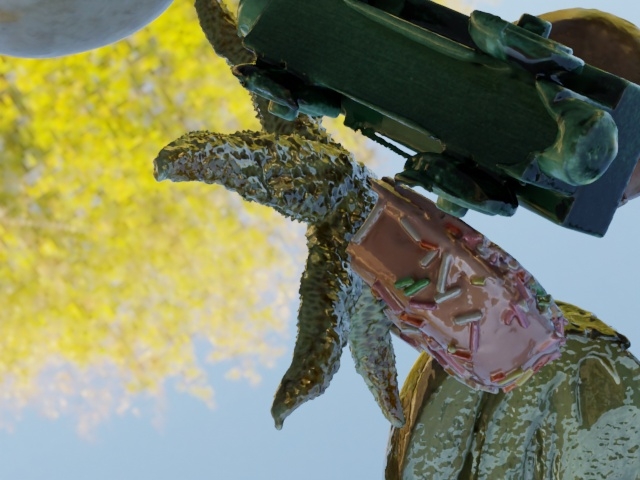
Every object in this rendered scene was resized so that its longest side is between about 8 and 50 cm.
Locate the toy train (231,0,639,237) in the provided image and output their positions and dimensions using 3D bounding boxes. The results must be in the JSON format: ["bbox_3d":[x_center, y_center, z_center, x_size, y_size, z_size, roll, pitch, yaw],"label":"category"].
[{"bbox_3d":[0.043,-0.054,0.548,0.172,0.099,0.070,32,-78,42],"label":"toy train"}]

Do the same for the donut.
[{"bbox_3d":[0.080,0.037,0.852,0.117,0.166,0.065,34,-96,32],"label":"donut"}]

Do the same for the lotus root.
[{"bbox_3d":[0.174,0.169,1.459,0.267,0.260,0.149,-7,-159,-12],"label":"lotus root"}]

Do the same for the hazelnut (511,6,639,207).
[{"bbox_3d":[0.168,-0.085,1.059,0.154,0.143,0.143,7,-142,13],"label":"hazelnut"}]

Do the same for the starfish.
[{"bbox_3d":[0.003,0.000,1.015,0.078,0.347,0.358,-20,-139,12],"label":"starfish"}]

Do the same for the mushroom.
[{"bbox_3d":[-0.264,-0.330,1.479,0.297,0.297,0.290,-28,-113,6],"label":"mushroom"}]
